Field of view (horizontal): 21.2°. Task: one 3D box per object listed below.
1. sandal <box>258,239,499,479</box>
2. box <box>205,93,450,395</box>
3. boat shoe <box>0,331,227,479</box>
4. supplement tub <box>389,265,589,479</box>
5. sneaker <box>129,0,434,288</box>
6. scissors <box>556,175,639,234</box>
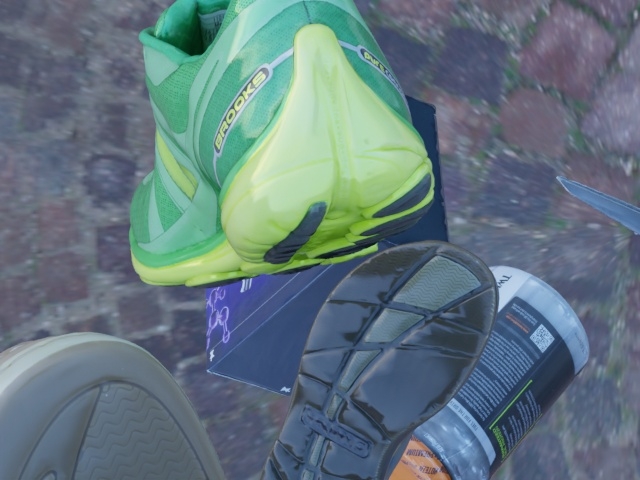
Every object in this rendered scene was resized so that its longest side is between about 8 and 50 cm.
[{"bbox_3d":[0.032,0.087,0.953,0.090,0.060,0.219,30,119,14],"label":"sandal"},{"bbox_3d":[0.000,0.000,1.587,0.261,0.103,0.184,-42,42,41],"label":"box"},{"bbox_3d":[-0.102,0.176,0.667,0.110,0.121,0.341,32,133,46],"label":"boat shoe"},{"bbox_3d":[0.114,0.119,1.344,0.117,0.117,0.190,41,63,8],"label":"supplement tub"},{"bbox_3d":[-0.023,-0.047,0.746,0.109,0.295,0.123,-9,86,-17],"label":"sneaker"},{"bbox_3d":[0.297,0.022,1.138,0.297,0.021,0.109,41,83,1],"label":"scissors"}]
